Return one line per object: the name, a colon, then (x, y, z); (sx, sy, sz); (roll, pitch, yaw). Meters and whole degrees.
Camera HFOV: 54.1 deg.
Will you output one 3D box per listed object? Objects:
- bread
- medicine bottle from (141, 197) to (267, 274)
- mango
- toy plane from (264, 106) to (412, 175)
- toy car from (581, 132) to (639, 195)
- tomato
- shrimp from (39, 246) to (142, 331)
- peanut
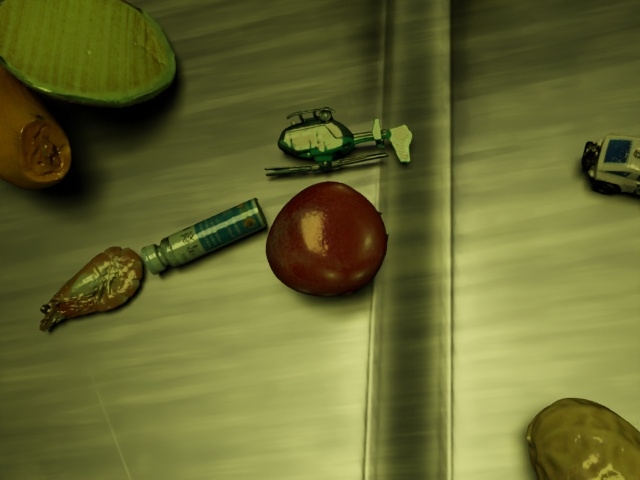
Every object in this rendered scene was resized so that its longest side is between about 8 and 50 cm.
bread: (-0.388, -0.318, 1.030); (0.301, 0.045, 0.301); (13, 47, -15)
medicine bottle: (-0.175, -0.006, 0.955); (0.191, 0.051, 0.051); (-23, 69, -1)
mango: (-0.520, -0.200, 1.010); (0.144, 0.187, 0.359); (-28, 65, -37)
toy plane: (0.024, -0.155, 0.975); (0.235, 0.060, 0.096); (-7, 77, 10)
toy car: (0.456, -0.102, 0.882); (0.171, 0.070, 0.080); (18, 75, 14)
tomato: (0.000, 0.000, 0.868); (0.167, 0.167, 0.167); (-3, 70, 8)
shrimp: (-0.355, 0.078, 0.958); (0.184, 0.043, 0.091); (-32, 72, -4)
peanut: (0.352, 0.325, 0.713); (0.147, 0.147, 0.305); (-32, 72, -3)
